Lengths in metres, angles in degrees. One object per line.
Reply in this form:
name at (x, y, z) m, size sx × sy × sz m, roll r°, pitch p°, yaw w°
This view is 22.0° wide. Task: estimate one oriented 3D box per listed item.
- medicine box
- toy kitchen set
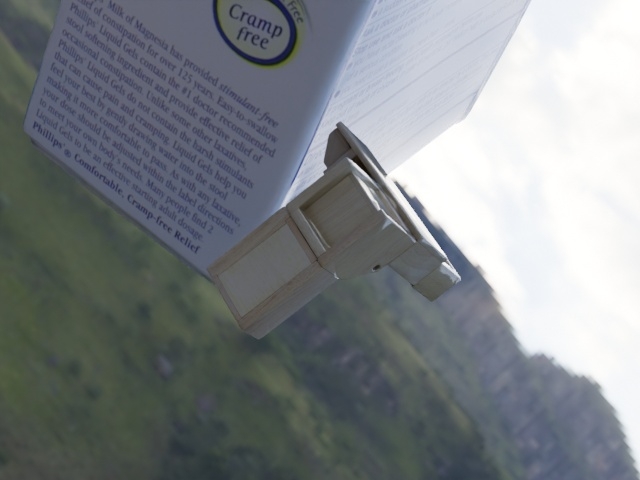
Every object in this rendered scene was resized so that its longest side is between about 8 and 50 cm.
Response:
medicine box at (0.016, -0.163, 0.840) m, size 0.149 × 0.263 × 0.289 m, roll 36°, pitch -52°, yaw 14°
toy kitchen set at (0.000, 0.000, 0.684) m, size 0.068 × 0.075 × 0.083 m, roll 57°, pitch 11°, yaw 30°
